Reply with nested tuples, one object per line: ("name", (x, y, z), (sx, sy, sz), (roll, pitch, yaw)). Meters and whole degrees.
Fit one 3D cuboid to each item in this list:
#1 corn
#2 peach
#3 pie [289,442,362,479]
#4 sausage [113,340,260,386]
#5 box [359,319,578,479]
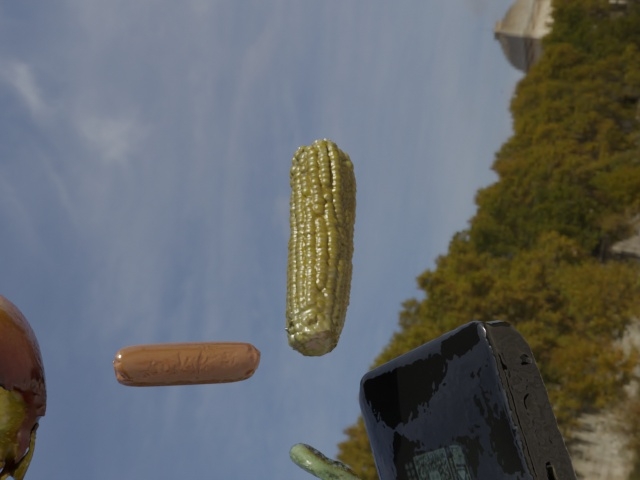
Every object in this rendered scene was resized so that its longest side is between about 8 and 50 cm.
("corn", (0.000, 0.000, 1.019), (0.086, 0.087, 0.288), (67, -158, -55))
("peach", (-0.633, 0.238, 1.415), (0.335, 0.310, 0.405), (-13, -42, -28))
("pie", (0.020, 0.466, 1.744), (0.041, 0.187, 0.187), (-62, -24, -7))
("sausage", (-0.258, 0.240, 1.671), (0.086, 0.289, 0.086), (179, 90, -68))
("box", (0.157, 0.256, 0.944), (0.073, 0.289, 0.290), (-6, -109, -32))
